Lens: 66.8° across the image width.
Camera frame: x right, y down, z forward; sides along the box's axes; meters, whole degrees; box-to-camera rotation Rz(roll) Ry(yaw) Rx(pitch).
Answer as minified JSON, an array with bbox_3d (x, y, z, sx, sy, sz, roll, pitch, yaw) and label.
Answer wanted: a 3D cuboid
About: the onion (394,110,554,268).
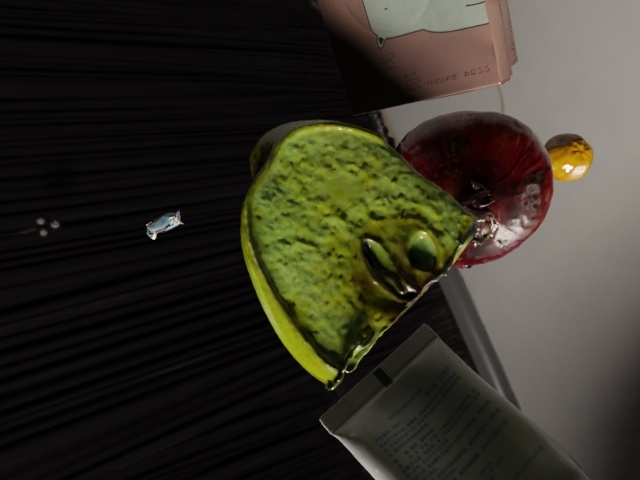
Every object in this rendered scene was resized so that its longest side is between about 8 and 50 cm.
[{"bbox_3d":[0.296,-0.088,0.983,0.285,0.347,0.348,-75,-7,-63],"label":"onion"}]

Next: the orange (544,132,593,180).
[{"bbox_3d":[0.791,-0.269,1.552,0.136,0.159,0.159,123,130,-76],"label":"orange"}]

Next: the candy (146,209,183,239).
[{"bbox_3d":[-0.227,-0.022,0.704,0.083,0.020,0.030,-13,92,37],"label":"candy"}]

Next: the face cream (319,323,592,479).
[{"bbox_3d":[0.212,0.316,0.657,0.420,0.235,0.137,41,163,36],"label":"face cream"}]

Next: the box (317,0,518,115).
[{"bbox_3d":[0.113,-0.279,0.592,0.215,0.086,0.215,0,119,43],"label":"box"}]

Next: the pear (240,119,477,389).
[{"bbox_3d":[0.000,0.000,0.552,0.255,0.238,0.164,42,164,5],"label":"pear"}]
